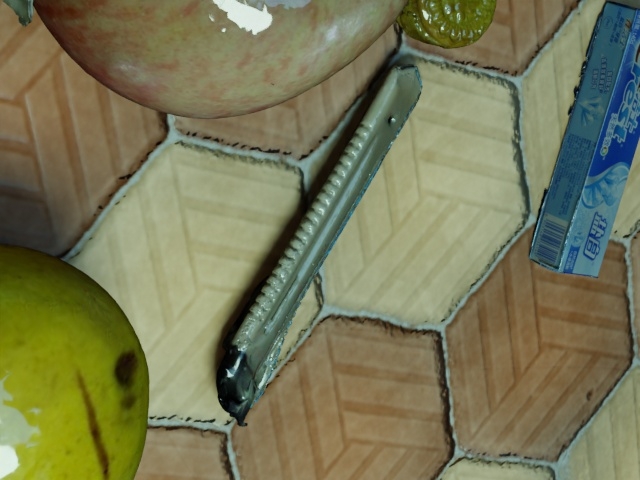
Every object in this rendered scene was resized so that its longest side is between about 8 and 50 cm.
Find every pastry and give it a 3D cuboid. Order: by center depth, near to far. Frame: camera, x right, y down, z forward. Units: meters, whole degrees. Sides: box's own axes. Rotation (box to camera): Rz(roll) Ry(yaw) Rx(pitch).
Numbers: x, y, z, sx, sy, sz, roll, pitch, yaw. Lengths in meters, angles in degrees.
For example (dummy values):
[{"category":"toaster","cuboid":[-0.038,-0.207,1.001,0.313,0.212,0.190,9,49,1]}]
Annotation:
[{"category":"pastry","cuboid":[0.111,-0.223,1.550,0.097,0.057,0.109,-46,128,-15]}]

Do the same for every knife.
[{"category":"knife","cuboid":[-0.006,-0.003,1.562,0.365,0.043,0.089,-62,162,-4]}]

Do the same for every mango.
[{"category":"mango","cuboid":[-0.327,0.191,1.291,0.445,0.220,0.301,-39,127,-14]}]

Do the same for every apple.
[{"category":"apple","cuboid":[-0.058,-0.256,1.267,0.345,0.269,0.344,-19,118,-39]}]

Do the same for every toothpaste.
[{"category":"toothpaste","cuboid":[0.281,-0.099,1.719,0.066,0.053,0.272,8,101,-37]}]

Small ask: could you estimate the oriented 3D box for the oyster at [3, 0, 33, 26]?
[{"category":"oyster","cuboid":[-0.278,-0.291,1.185,0.271,0.275,0.100,-64,174,18]}]
